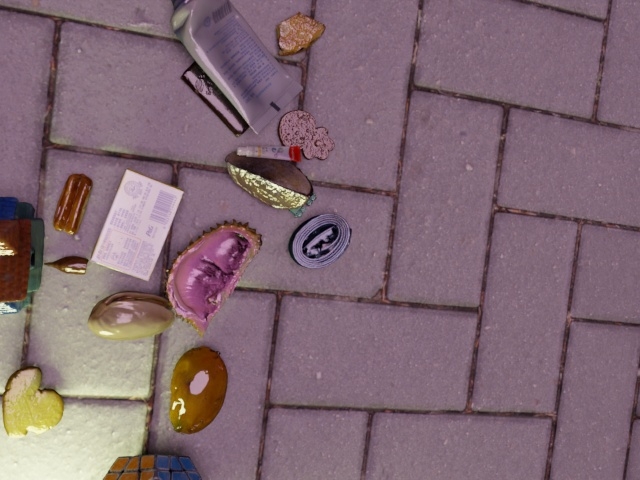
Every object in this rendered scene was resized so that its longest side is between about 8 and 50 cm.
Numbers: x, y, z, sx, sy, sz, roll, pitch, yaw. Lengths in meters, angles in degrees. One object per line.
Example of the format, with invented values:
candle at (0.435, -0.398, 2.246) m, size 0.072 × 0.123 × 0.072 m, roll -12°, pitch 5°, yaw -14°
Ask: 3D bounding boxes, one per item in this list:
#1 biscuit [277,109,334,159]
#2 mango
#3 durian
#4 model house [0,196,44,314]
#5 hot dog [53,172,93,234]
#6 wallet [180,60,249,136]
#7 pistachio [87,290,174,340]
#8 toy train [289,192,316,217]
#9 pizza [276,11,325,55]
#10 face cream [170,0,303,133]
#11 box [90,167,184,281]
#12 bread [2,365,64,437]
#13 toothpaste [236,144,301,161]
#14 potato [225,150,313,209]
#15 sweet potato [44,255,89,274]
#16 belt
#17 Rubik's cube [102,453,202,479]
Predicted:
biscuit at (-0.045, -0.301, 1.887) m, size 0.175 × 0.026 × 0.124 m, roll 35°, pitch 88°, yaw -15°
mango at (-0.346, 0.417, 1.800) m, size 0.156 × 0.151 × 0.249 m, roll 19°, pitch 95°, yaw 15°
durian at (-0.311, 0.078, 1.800) m, size 0.191 × 0.112 × 0.341 m, roll 32°, pitch 76°, yaw -6°
model house at (-0.800, 0.036, 1.539) m, size 0.251 × 0.329 × 0.295 m, roll 3°, pitch 91°, yaw -20°
hot dog at (-0.652, -0.099, 1.716) m, size 0.071 × 0.045 × 0.165 m, roll 18°, pitch 89°, yaw -15°
wallet at (-0.268, -0.411, 1.813) m, size 0.122 × 0.031 × 0.232 m, roll -45°, pitch 103°, yaw -7°
pistachio at (-0.506, 0.201, 1.742) m, size 0.223 × 0.126 × 0.152 m, roll -8°, pitch 130°, yaw -20°
toy train at (-0.051, -0.107, 1.899) m, size 0.045 × 0.029 × 0.092 m, roll 38°, pitch 79°, yaw 1°
pizza at (-0.065, -0.590, 1.857) m, size 0.160 × 0.036 × 0.099 m, roll -35°, pitch 103°, yaw -12°
face cream at (-0.240, -0.515, 1.762) m, size 0.420 × 0.137 × 0.235 m, roll 49°, pitch 54°, yaw -16°
box at (-0.490, -0.043, 1.739) m, size 0.168 × 0.097 × 0.265 m, roll 20°, pitch 88°, yaw -16°
bread at (-0.758, 0.420, 1.717) m, size 0.149 × 0.065 × 0.188 m, roll 0°, pitch 91°, yaw -27°
toothpaste at (-0.143, -0.247, 1.829) m, size 0.190 × 0.031 × 0.048 m, roll 0°, pitch 79°, yaw -24°
potato at (-0.142, -0.169, 1.849) m, size 0.261 × 0.100 × 0.120 m, roll 24°, pitch 42°, yaw 1°
sweet potato at (-0.673, 0.065, 1.726) m, size 0.117 × 0.049 × 0.049 m, roll 3°, pitch 93°, yaw -6°
belt at (0.000, 0.000, 1.892) m, size 0.190 × 0.082 × 0.141 m, roll -37°, pitch 100°, yaw -10°
Rubik's cube at (-0.450, 0.709, 1.715) m, size 0.264 × 0.319 × 0.319 m, roll -42°, pitch 105°, yaw 18°
